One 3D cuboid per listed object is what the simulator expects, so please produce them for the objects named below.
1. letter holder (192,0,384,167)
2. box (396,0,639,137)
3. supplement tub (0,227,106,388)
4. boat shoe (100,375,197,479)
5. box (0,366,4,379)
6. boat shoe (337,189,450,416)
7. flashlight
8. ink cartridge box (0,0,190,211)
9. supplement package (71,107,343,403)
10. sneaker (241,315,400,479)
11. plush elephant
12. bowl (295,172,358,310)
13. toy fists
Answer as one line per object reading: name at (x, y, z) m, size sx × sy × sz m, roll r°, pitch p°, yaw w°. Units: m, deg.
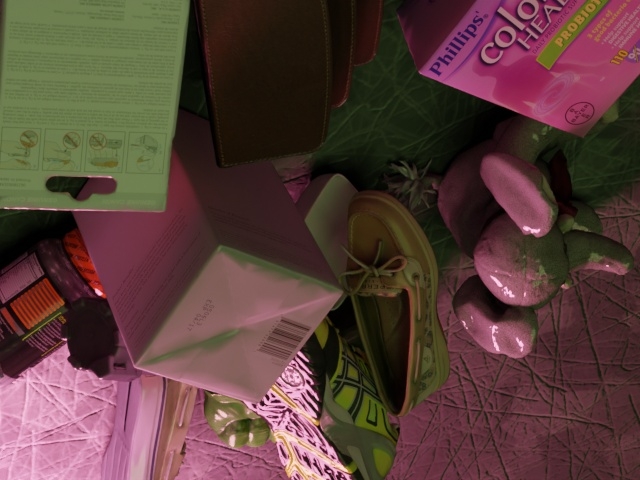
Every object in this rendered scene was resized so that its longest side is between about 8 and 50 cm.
letter holder at (-0.026, -0.248, 1.814) m, size 0.214 × 0.152 × 0.302 m, roll -8°, pitch 136°, yaw -4°
box at (0.249, -0.256, 1.898) m, size 0.243 × 0.117 × 0.213 m, roll 19°, pitch 127°, yaw -30°
supplement tub at (-0.333, 0.076, 2.006) m, size 0.190 × 0.117 × 0.117 m, roll -35°, pitch 134°, yaw 5°
boat shoe at (-0.219, 0.277, 2.237) m, size 0.094 × 0.109 × 0.302 m, roll -3°, pitch 126°, yaw -26°
box at (-0.463, 0.096, 1.869) m, size 0.163 × 0.247 × 0.142 m, roll -45°, pitch 134°, yaw 14°
boat shoe at (0.087, 0.077, 2.097) m, size 0.089 × 0.104 × 0.285 m, roll -42°, pitch 121°, yaw -47°
flashlight at (-0.199, 0.110, 2.021) m, size 0.304 × 0.103 × 0.103 m, roll 18°, pitch 89°, yaw -66°
ink cartridge box at (-0.238, -0.149, 1.732) m, size 0.189 × 0.066 × 0.232 m, roll 1°, pitch 113°, yaw -20°
supplement package at (-0.132, 0.007, 1.920) m, size 0.175 × 0.293 × 0.177 m, roll 20°, pitch 117°, yaw -36°
sneaker at (-0.011, 0.164, 2.130) m, size 0.147 × 0.145 × 0.385 m, roll -54°, pitch 137°, yaw -39°
plush elephant at (0.260, -0.016, 2.114) m, size 0.330 × 0.255 × 0.272 m, roll -7°, pitch 130°, yaw -20°
bowl at (0.000, 0.000, 2.115) m, size 0.142 × 0.053 × 0.142 m, roll -61°, pitch 139°, yaw -20°
toy fists at (-0.020, 0.181, 2.258) m, size 0.279 × 0.096 × 0.142 m, roll -28°, pitch 134°, yaw -4°
